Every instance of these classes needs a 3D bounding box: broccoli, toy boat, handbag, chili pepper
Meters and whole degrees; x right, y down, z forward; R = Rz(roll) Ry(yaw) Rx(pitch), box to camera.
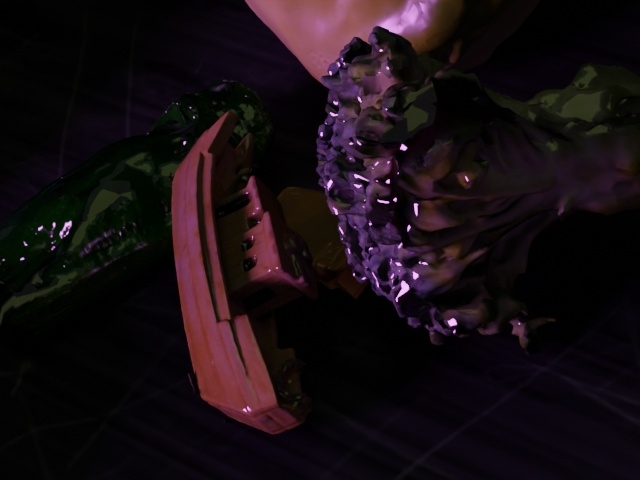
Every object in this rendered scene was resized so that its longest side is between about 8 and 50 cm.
[{"bbox_3d":[0.148,-0.048,0.958,0.304,0.165,0.145,-8,38,-11],"label":"broccoli"},{"bbox_3d":[-0.040,0.014,0.986,0.072,0.064,0.206,-25,51,19],"label":"toy boat"},{"bbox_3d":[0.000,0.000,1.040,0.083,0.027,0.061,11,50,36],"label":"handbag"},{"bbox_3d":[-0.121,-0.023,1.085,0.224,0.061,0.098,-37,50,-24],"label":"chili pepper"}]

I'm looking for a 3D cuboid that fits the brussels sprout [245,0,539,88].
[{"bbox_3d":[0.049,-0.245,1.112,0.259,0.294,0.227,16,24,34],"label":"brussels sprout"}]
